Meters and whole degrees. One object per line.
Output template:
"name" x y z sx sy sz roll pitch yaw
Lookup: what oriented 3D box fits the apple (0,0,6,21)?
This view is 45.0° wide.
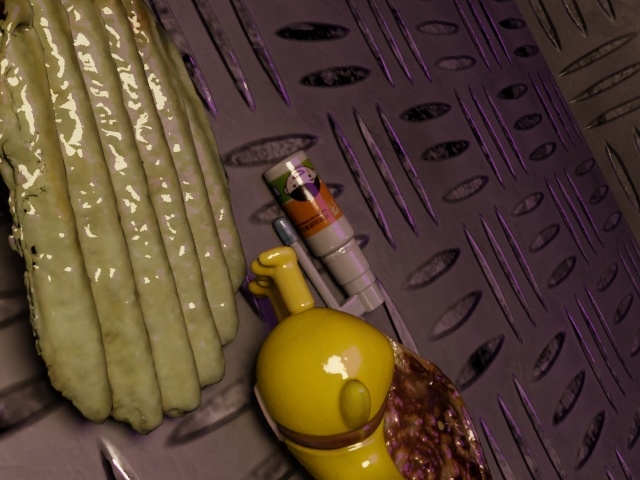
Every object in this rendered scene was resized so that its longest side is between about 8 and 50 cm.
"apple" -0.335 -0.208 0.582 0.201 0.162 0.201 3 86 -48

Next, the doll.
"doll" 0.026 0.182 0.767 0.145 0.199 0.363 -21 71 -15

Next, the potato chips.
"potato chips" -0.168 -0.052 0.709 0.358 0.070 0.429 -35 113 -71

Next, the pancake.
"pancake" 0.140 0.260 0.975 0.212 0.056 0.257 27 55 -31

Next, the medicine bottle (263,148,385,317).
"medicine bottle" 0.000 0.000 0.969 0.092 0.061 0.221 -37 99 -30
